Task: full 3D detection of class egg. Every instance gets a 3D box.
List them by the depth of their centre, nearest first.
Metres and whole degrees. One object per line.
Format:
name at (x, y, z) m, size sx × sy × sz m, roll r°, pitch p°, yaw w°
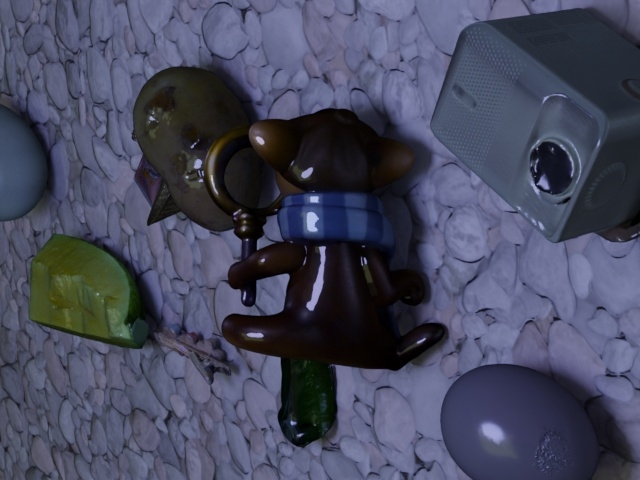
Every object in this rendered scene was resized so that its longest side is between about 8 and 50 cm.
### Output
egg at (0.225, 0.219, 1.433) m, size 0.198 × 0.146 × 0.146 m, roll 29°, pitch 123°, yaw 36°
egg at (-0.611, -0.153, 2.363) m, size 0.264 × 0.183 × 0.183 m, roll 61°, pitch 141°, yaw 31°

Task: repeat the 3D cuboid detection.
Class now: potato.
potato at (-0.171, -0.138, 1.833) m, size 0.262 × 0.165 × 0.165 m, roll 57°, pitch 139°, yaw 14°

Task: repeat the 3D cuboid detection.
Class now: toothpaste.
toothpaste at (-0.268, -0.134, 2.047) m, size 0.067 × 0.043 × 0.194 m, roll 55°, pitch 144°, yaw 21°

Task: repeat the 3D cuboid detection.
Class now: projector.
projector at (0.256, -0.114, 1.266) m, size 0.242 × 0.177 × 0.163 m, roll 46°, pitch 135°, yaw 32°

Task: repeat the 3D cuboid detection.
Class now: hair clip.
hair clip at (-0.205, 0.178, 2.058) m, size 0.214 × 0.056 × 0.062 m, roll 29°, pitch 139°, yaw 54°

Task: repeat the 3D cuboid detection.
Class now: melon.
melon at (-0.387, 0.115, 2.212) m, size 0.323 × 0.124 × 0.196 m, roll 17°, pitch 116°, yaw 41°

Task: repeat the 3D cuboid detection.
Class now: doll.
doll at (0.000, 0.000, 1.621) m, size 0.209 × 0.318 × 0.340 m, roll -53°, pitch -37°, yaw -82°

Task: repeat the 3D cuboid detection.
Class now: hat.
hat at (-0.211, -0.075, 1.979) m, size 0.146 × 0.067 × 0.146 m, roll -56°, pitch 17°, yaw 27°

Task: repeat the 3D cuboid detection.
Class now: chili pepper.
chili pepper at (-0.032, 0.190, 1.827) m, size 0.108 × 0.062 × 0.216 m, roll 14°, pitch 110°, yaw 49°
